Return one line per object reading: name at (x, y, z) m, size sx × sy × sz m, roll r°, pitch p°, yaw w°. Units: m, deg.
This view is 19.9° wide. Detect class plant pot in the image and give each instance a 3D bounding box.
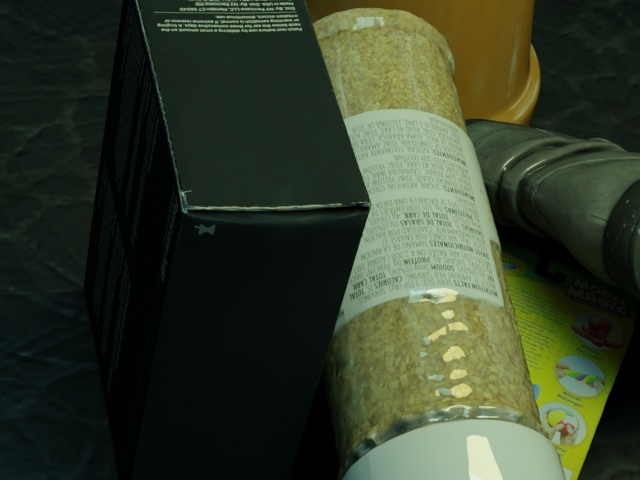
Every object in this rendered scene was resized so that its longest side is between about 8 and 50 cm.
plant pot at (0.067, -0.162, 1.263) m, size 0.205 × 0.188 × 0.205 m, roll 7°, pitch 46°, yaw -8°

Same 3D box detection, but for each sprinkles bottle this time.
sprinkles bottle at (0.049, 0.028, 1.042) m, size 0.121 × 0.121 × 0.355 m, roll 1°, pitch 51°, yaw -14°

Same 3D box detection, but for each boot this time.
boot at (0.249, -0.013, 1.208) m, size 0.338 × 0.118 × 0.223 m, roll 18°, pitch 5°, yaw -38°

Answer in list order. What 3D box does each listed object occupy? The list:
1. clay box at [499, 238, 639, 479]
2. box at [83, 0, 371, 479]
clay box at (0.110, 0.095, 1.124) m, size 0.127 × 0.053 × 0.222 m, roll 23°, pitch 45°, yaw 8°
box at (-0.062, 0.006, 1.017) m, size 0.103 × 0.261 × 0.184 m, roll 0°, pitch 48°, yaw -15°
